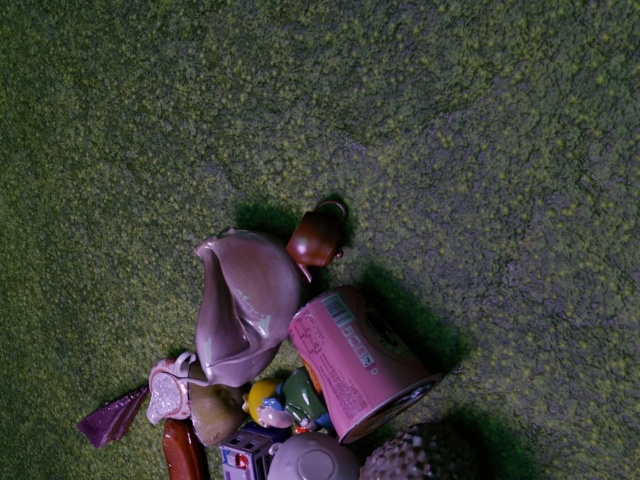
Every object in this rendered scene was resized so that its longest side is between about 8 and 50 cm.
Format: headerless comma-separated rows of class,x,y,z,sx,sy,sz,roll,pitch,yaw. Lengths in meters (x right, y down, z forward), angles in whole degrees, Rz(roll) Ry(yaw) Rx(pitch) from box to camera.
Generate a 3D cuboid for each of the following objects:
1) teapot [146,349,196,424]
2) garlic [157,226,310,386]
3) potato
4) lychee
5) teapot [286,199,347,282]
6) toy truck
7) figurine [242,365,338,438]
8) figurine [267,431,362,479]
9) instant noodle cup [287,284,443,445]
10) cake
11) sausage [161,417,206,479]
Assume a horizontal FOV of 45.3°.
teapot,-0.359,0.360,1.921,0.159,0.116,0.245,43,129,35
garlic,-0.145,0.148,1.583,0.232,0.246,0.339,-20,48,42
potato,-0.233,0.379,1.820,0.117,0.182,0.202,-14,61,11
lychee,0.193,0.483,1.448,0.255,0.255,0.274,35,83,24
teapot,0.000,0.000,1.538,0.116,0.116,0.173,30,94,27
toy truck,-0.142,0.575,1.789,0.124,0.155,0.267,3,107,37
figurine,-0.062,0.377,1.699,0.234,0.127,0.185,-32,100,30
figurine,-0.047,0.583,1.613,0.227,0.275,0.394,37,143,24
instant noodle cup,0.070,0.230,1.491,0.255,0.244,0.244,55,129,22
cake,-0.561,0.482,2.114,0.112,0.116,0.295,54,131,6
sausage,-0.349,0.613,2.001,0.102,0.102,0.330,0,105,38
